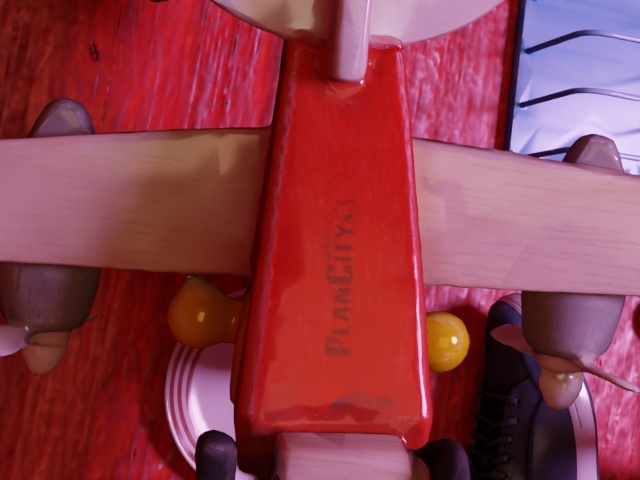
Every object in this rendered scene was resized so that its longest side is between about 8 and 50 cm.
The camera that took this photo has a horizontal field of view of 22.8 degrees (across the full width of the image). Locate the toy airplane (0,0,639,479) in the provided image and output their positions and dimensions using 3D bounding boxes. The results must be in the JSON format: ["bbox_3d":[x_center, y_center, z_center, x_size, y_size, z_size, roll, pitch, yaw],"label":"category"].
[{"bbox_3d":[0.000,0.000,0.930,0.384,0.272,0.386,-43,85,-12],"label":"toy airplane"}]

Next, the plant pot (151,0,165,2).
[{"bbox_3d":[-0.141,-0.275,0.944,0.254,0.237,0.237,46,74,-26],"label":"plant pot"}]

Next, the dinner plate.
[{"bbox_3d":[-0.037,0.101,1.056,0.141,0.017,0.141,1,88,-18],"label":"dinner plate"}]

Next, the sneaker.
[{"bbox_3d":[0.103,0.159,1.065,0.163,0.086,0.226,-13,93,-22],"label":"sneaker"}]

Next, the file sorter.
[{"bbox_3d":[0.210,-0.129,1.106,0.118,0.104,0.170,9,84,-19],"label":"file sorter"}]
